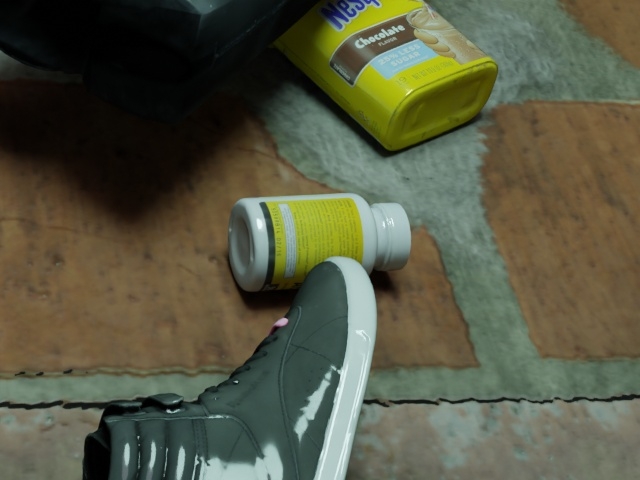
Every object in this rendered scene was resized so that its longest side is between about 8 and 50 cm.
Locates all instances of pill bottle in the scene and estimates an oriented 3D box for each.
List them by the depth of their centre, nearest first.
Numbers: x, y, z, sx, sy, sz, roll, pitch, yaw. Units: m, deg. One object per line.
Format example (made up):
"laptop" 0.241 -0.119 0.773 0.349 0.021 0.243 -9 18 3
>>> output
"pill bottle" 0.000 0.000 1.237 0.116 0.065 0.065 -4 44 -20

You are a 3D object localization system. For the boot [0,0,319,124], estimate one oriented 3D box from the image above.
"boot" -0.130 -0.264 1.371 0.367 0.146 0.445 15 39 26

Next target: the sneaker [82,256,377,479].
"sneaker" -0.056 0.100 1.075 0.147 0.104 0.296 18 45 -5

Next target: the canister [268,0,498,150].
"canister" 0.042 -0.154 1.419 0.126 0.073 0.170 -24 56 -36
